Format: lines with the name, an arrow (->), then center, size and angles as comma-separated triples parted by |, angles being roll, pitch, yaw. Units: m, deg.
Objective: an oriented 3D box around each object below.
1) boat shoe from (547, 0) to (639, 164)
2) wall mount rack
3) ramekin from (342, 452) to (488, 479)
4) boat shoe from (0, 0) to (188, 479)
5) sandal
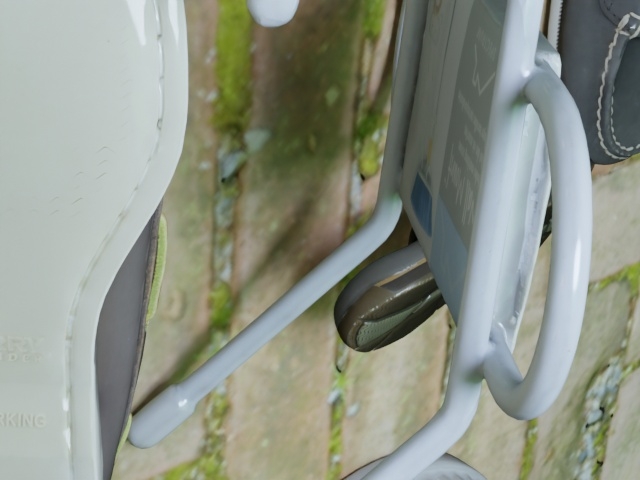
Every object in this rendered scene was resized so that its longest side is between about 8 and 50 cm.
boat shoe -> 0.208, -0.186, 0.855 | 0.112, 0.095, 0.335 | -1, 114, -44
wall mount rack -> 0.000, 0.000, 0.662 | 0.131, 0.350, 0.304 | 6, 110, -7
ramekin -> 0.058, 0.235, 0.953 | 0.207, 0.109, 0.207 | -23, 127, -34
boat shoe -> -0.114, -0.003, 0.654 | 0.117, 0.096, 0.324 | 6, 111, -3
sandal -> 0.071, -0.007, 0.853 | 0.219, 0.060, 0.090 | -27, 157, -45
